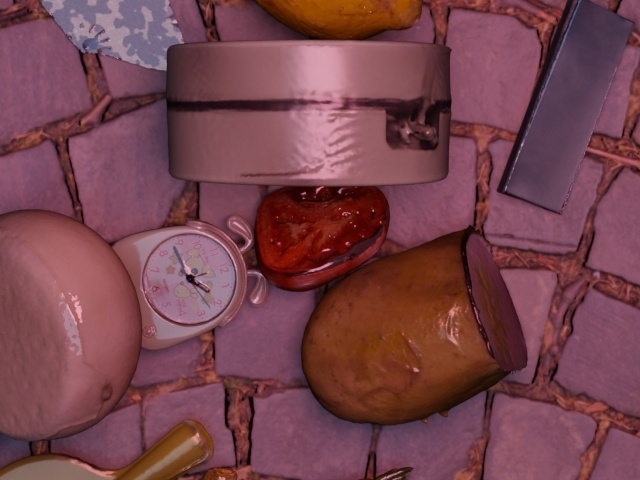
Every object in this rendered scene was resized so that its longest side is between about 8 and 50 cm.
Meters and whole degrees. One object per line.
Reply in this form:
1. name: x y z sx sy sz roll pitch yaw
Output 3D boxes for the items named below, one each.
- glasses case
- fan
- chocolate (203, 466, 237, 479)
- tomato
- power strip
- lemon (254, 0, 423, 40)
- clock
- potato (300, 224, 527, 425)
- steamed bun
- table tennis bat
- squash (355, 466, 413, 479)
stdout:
1. glasses case: 0.310 -0.175 1.649 0.105 0.056 0.266 19 94 -27
2. fan: -0.269 -0.295 1.634 0.240 0.009 0.131 32 92 -4
3. chocolate: -0.160 0.401 1.659 0.085 0.085 0.219 16 89 -3
4. tomato: 0.006 0.003 1.610 0.174 0.166 0.082 -10 134 2
5. power strip: -0.004 -0.152 1.483 0.357 0.357 0.162 0 96 -2
6. lemon: 0.015 -0.370 1.510 0.258 0.258 0.310 -37 71 1
7. clock: -0.166 0.048 1.636 0.190 0.062 0.152 -16 94 -1
8. potato: 0.103 0.123 1.596 0.266 0.229 0.229 -20 95 15
9. steamed bun: -0.327 0.097 1.558 0.283 0.177 0.283 10 107 35
10. table tennis bat: -0.299 0.351 1.647 0.368 0.054 0.224 -36 95 -4
11. squash: -0.017 0.398 1.653 0.341 0.094 0.094 -42 94 2
